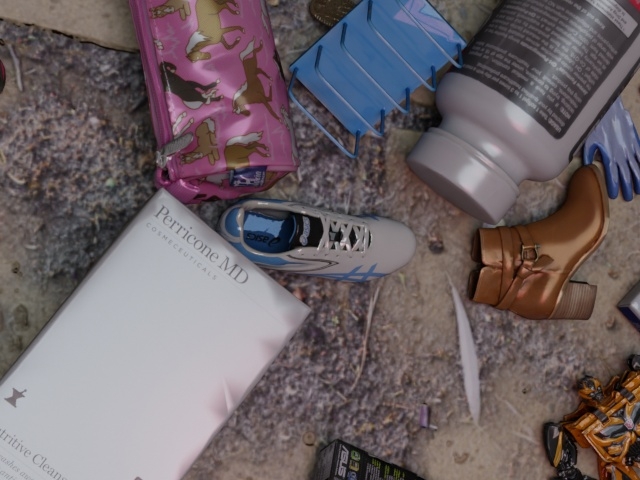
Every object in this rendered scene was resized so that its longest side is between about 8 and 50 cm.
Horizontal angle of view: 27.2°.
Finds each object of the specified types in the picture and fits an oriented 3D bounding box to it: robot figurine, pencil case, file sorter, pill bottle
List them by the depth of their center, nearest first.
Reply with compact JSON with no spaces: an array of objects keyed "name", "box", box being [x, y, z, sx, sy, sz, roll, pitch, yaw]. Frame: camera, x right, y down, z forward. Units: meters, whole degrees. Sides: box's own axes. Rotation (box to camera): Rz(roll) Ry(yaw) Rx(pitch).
[{"name":"pencil case","box":[-0.134,-0.235,1.445,0.160,0.167,0.386,-11,88,6]},{"name":"file sorter","box":[0.062,-0.192,1.472,0.170,0.104,0.118,-40,107,20]},{"name":"pill bottle","box":[0.244,-0.180,1.518,0.176,0.176,0.318,38,85,-9]},{"name":"robot figurine","box":[0.403,0.280,1.577,0.211,0.085,0.291,-38,95,-9]}]

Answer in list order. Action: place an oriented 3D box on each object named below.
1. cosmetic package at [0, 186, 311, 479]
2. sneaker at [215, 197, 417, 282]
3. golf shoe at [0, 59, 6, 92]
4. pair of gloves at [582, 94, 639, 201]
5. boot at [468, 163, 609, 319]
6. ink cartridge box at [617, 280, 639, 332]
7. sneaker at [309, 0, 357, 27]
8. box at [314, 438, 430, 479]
[{"name":"cosmetic package","box":[-0.213,0.158,1.399,0.217,0.156,0.385,37,79,-7]},{"name":"sneaker","box":[0.000,0.000,1.500,0.237,0.086,0.085,5,83,-15]},{"name":"golf shoe","box":[-0.424,-0.268,1.396,0.105,0.120,0.273,-37,94,-12]},{"name":"pair of gloves","box":[0.407,-0.139,1.642,0.198,0.023,0.159,-16,90,-15]},{"name":"boot","box":[0.258,-0.005,1.572,0.152,0.073,0.197,9,81,-9]},{"name":"ink cartridge box","box":[0.514,0.085,1.640,0.224,0.045,0.223,-43,96,-13]},{"name":"sneaker","box":[0.047,-0.254,1.556,0.118,0.067,0.042,19,83,18]},{"name":"box","box":[0.071,0.337,1.460,0.184,0.045,0.191,28,47,-19]}]
